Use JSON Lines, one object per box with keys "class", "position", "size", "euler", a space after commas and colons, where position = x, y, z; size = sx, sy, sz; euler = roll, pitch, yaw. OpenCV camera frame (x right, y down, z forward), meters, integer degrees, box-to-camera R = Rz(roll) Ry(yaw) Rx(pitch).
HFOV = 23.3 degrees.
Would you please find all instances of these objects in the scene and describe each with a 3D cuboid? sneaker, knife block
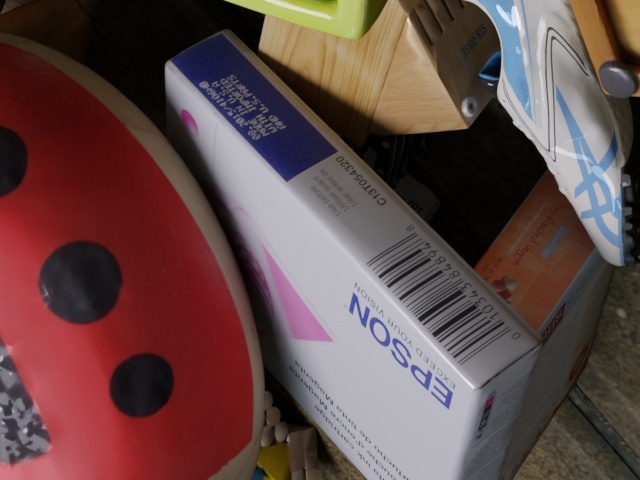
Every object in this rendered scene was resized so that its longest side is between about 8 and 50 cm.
{"class": "sneaker", "position": [0.156, -0.086, 0.994], "size": [0.086, 0.085, 0.237], "euler": [-9, 120, 31]}
{"class": "knife block", "position": [0.005, -0.148, 1.071], "size": [0.242, 0.088, 0.275], "euler": [0, 132, 45]}

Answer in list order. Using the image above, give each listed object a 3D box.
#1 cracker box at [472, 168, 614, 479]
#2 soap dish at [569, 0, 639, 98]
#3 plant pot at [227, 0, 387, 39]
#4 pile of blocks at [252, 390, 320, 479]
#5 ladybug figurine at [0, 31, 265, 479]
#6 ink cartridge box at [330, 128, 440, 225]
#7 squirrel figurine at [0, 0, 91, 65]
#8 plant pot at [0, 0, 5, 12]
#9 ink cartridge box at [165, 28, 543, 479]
{"class": "cracker box", "position": [0.150, 0.069, 1.134], "size": [0.067, 0.155, 0.232], "euler": [29, 146, 18]}
{"class": "soap dish", "position": [0.241, -0.172, 0.775], "size": [0.291, 0.118, 0.229], "euler": [8, 137, 41]}
{"class": "plant pot", "position": [-0.029, -0.277, 0.825], "size": [0.227, 0.207, 0.228], "euler": [22, 144, 18]}
{"class": "pile of blocks", "position": [-0.136, 0.158, 1.535], "size": [0.113, 0.149, 0.362], "euler": [2, 135, 44]}
{"class": "ladybug figurine", "position": [-0.207, 0.067, 1.071], "size": [0.305, 0.162, 0.449], "euler": [-21, 104, 9]}
{"class": "ink cartridge box", "position": [0.000, 0.000, 1.270], "size": [0.140, 0.082, 0.190], "euler": [36, 150, 8]}
{"class": "squirrel figurine", "position": [-0.352, -0.011, 1.336], "size": [0.281, 0.397, 0.370], "euler": [67, 163, -14]}
{"class": "plant pot", "position": [-0.327, -0.242, 1.211], "size": [0.205, 0.205, 0.188], "euler": [31, 163, 12]}
{"class": "ink cartridge box", "position": [0.004, 0.064, 1.122], "size": [0.324, 0.071, 0.330], "euler": [45, 152, 25]}
